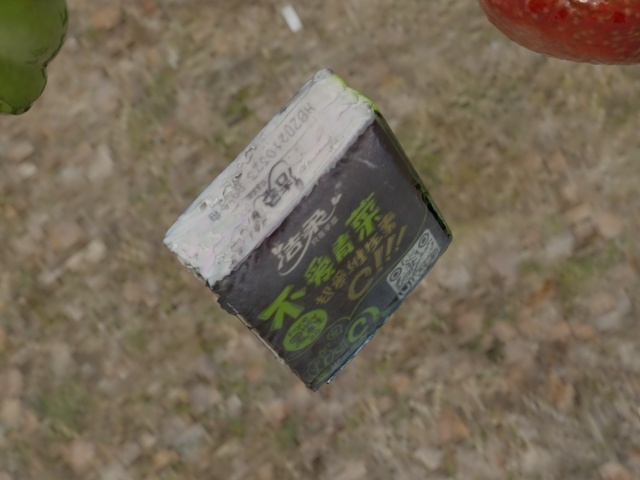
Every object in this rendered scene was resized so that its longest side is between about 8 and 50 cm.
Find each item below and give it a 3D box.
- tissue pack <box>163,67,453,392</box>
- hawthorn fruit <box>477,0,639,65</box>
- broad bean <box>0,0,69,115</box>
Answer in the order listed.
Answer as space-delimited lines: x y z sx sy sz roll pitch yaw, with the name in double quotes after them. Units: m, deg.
0.000 0.000 1.356 0.073 0.235 0.173 39 85 29 "tissue pack"
0.210 -0.250 1.551 0.253 0.205 0.205 10 50 0 "hawthorn fruit"
-0.194 -0.127 0.871 0.082 0.174 0.124 -50 1 20 "broad bean"
